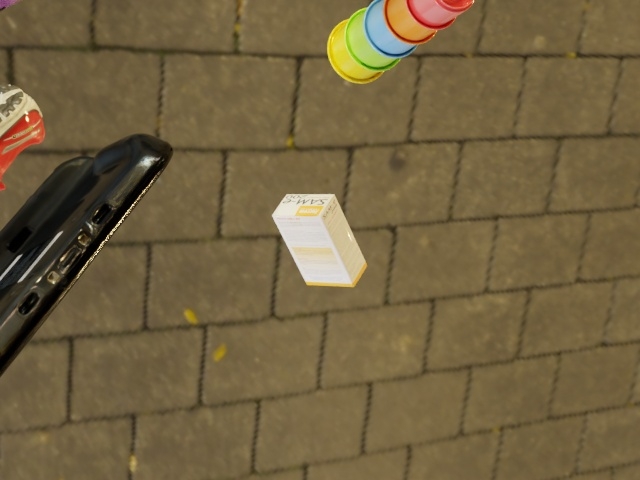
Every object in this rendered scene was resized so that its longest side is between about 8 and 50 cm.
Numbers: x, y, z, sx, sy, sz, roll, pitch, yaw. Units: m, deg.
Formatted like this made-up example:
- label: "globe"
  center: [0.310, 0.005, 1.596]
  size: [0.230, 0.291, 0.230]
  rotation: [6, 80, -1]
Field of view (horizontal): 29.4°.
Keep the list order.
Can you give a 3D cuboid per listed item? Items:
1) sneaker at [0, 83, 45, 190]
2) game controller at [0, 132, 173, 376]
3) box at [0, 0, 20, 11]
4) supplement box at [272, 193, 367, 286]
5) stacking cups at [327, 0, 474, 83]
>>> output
- label: "sneaker"
  center: [-0.506, -0.097, 1.742]
  size: [0.279, 0.107, 0.118]
  rotation: [-41, 139, -10]
- label: "game controller"
  center: [-0.230, 0.037, 0.945]
  size: [0.067, 0.166, 0.319]
  rotation: [52, 49, -25]
- label: "box"
  center: [-0.254, -0.205, 0.860]
  size: [0.293, 0.201, 0.057]
  rotation: [-52, 134, -55]
- label: "supplement box"
  center: [0.000, 0.000, 1.256]
  size: [0.036, 0.062, 0.098]
  rotation: [-57, 135, -38]
- label: "stacking cups"
  center: [0.103, -0.277, 1.577]
  size: [0.096, 0.316, 0.096]
  rotation: [1, 86, -19]
